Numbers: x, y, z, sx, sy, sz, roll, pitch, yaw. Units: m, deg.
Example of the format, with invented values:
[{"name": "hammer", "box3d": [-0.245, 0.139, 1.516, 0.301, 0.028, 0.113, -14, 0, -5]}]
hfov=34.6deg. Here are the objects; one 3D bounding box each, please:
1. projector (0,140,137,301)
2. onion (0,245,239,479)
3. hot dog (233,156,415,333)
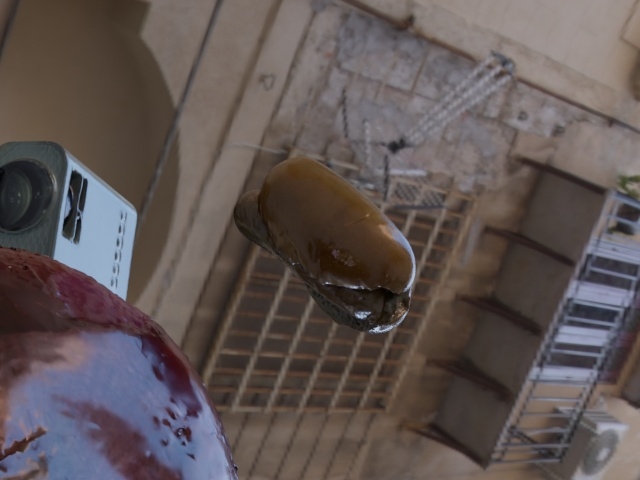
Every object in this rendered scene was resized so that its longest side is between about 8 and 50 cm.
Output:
[{"name": "projector", "box3d": [-0.292, 0.043, 1.098, 0.108, 0.198, 0.250, 2, -105, 12]}, {"name": "onion", "box3d": [-0.161, 0.130, 0.435, 0.276, 0.276, 0.276, -9, -103, 42]}, {"name": "hot dog", "box3d": [0.000, -0.001, 0.579, 0.060, 0.090, 0.140, -34, -128, -9]}]
